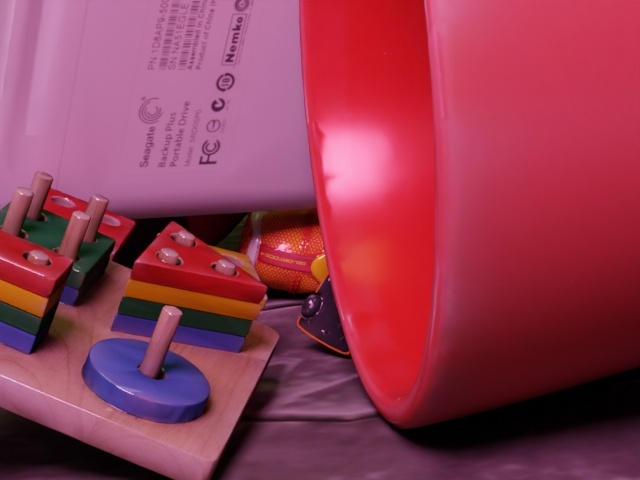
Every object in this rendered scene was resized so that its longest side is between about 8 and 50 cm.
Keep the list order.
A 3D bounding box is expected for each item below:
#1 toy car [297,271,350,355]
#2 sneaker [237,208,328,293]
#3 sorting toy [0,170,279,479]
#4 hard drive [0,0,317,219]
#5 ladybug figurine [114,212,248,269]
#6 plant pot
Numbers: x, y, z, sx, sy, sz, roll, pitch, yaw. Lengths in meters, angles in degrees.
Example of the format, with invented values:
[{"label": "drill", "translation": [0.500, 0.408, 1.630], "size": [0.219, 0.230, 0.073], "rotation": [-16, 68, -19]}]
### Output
[{"label": "toy car", "translation": [-0.013, 0.023, 0.741], "size": [0.122, 0.060, 0.040], "rotation": [9, -17, 29]}, {"label": "sneaker", "translation": [0.000, 0.000, 0.902], "size": [0.067, 0.064, 0.175], "rotation": [17, 18, 7]}, {"label": "sorting toy", "translation": [-0.082, 0.021, 0.596], "size": [0.132, 0.046, 0.274], "rotation": [23, 19, 2]}, {"label": "hard drive", "translation": [0.013, -0.120, 0.757], "size": [0.353, 0.233, 0.047], "rotation": [-4, 37, -29]}, {"label": "ladybug figurine", "translation": [-0.214, -0.057, 0.911], "size": [0.449, 0.162, 0.305], "rotation": [-3, -1, 12]}, {"label": "plant pot", "translation": [0.130, -0.077, 0.600], "size": [0.243, 0.275, 0.275], "rotation": [-5, 10, -8]}]
